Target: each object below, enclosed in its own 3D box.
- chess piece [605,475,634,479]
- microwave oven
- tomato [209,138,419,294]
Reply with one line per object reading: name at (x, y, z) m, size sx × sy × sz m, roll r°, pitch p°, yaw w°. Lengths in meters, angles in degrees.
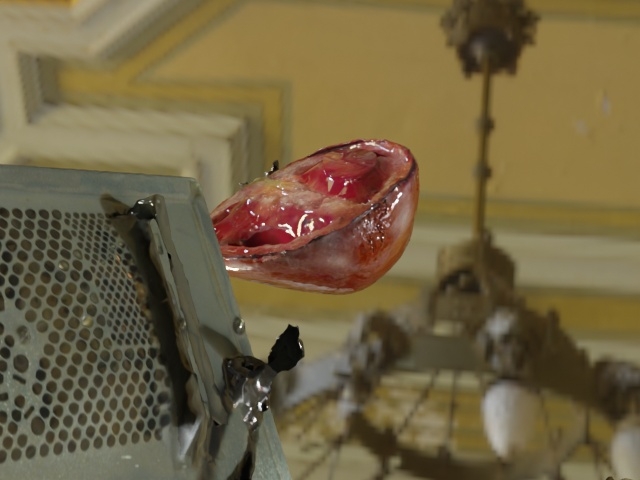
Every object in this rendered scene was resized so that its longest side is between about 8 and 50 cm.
chess piece at (0.322, 0.291, 1.442) m, size 0.301 × 0.137 × 0.137 m, roll 25°, pitch -38°, yaw 33°
microwave oven at (-0.157, 0.221, 0.760) m, size 0.374 × 0.432 × 0.236 m, roll -24°, pitch -11°, yaw 26°
tomato at (0.000, 0.000, 1.577) m, size 0.189 × 0.173 × 0.099 m, roll -31°, pitch -65°, yaw -13°
